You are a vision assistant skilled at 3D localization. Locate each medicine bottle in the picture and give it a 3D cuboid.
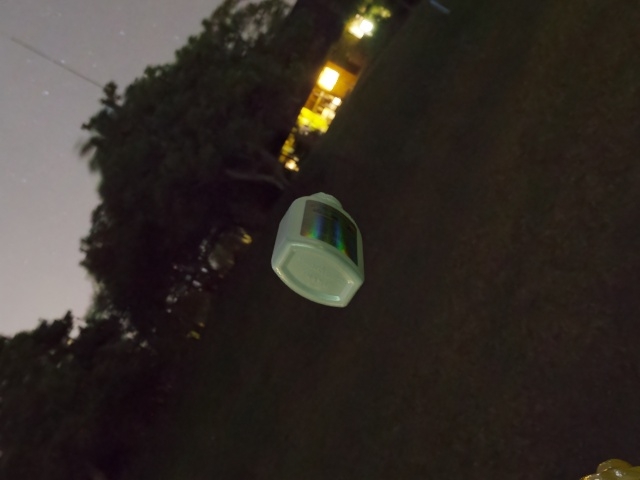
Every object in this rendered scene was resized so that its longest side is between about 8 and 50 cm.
[{"bbox_3d":[0.000,0.000,0.986,0.083,0.121,0.229,-57,11,20],"label":"medicine bottle"}]

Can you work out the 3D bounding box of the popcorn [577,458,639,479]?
[{"bbox_3d":[0.380,0.369,0.730,0.297,0.281,0.316,-18,32,20],"label":"popcorn"}]
